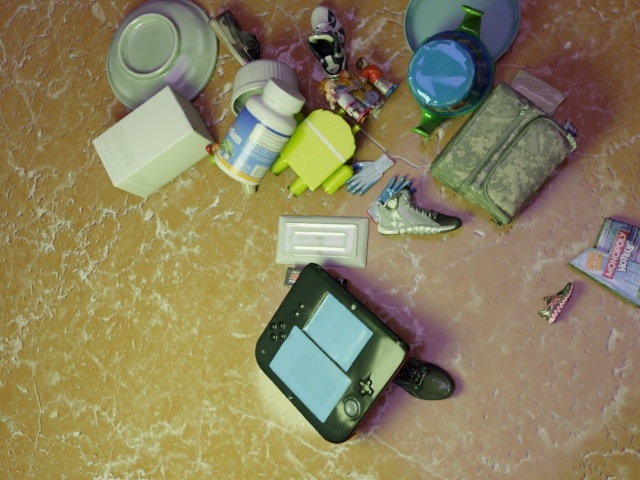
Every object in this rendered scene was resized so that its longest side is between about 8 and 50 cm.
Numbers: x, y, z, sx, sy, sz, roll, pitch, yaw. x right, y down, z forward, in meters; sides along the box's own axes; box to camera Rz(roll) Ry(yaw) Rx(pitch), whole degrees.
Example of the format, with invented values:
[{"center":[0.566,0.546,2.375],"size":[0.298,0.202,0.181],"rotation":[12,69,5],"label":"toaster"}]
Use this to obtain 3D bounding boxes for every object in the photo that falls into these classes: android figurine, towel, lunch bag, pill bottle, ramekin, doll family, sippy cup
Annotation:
[{"center":[-0.012,-0.256,1.762],"size":[0.273,0.056,0.248],"rotation":[-44,87,6],"label":"android figurine"},{"center":[0.570,-0.387,1.673],"size":[0.148,0.027,0.110],"rotation":[38,92,17],"label":"towel"},{"center":[0.469,-0.219,1.593],"size":[0.256,0.212,0.305],"rotation":[38,95,0],"label":"lunch bag"},{"center":[-0.160,-0.297,1.682],"size":[0.152,0.152,0.272],"rotation":[42,112,17],"label":"pill bottle"},{"center":[-0.156,-0.432,1.798],"size":[0.207,0.207,0.108],"rotation":[-8,70,15],"label":"ramekin"},{"center":[0.085,-0.411,1.740],"size":[0.163,0.263,0.118],"rotation":[41,139,4],"label":"doll family"},{"center":[0.326,-0.433,1.612],"size":[0.240,0.224,0.305],"rotation":[-10,99,20],"label":"sippy cup"}]

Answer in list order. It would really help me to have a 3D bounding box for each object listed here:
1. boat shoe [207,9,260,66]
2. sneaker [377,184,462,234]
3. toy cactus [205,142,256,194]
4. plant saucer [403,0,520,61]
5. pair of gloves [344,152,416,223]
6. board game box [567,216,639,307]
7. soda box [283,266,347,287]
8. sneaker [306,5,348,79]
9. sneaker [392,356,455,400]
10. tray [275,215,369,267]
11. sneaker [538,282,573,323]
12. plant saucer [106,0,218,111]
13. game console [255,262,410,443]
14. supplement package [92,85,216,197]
[{"center":[-0.234,-0.596,1.892],"size":[0.092,0.103,0.285],"rotation":[-42,70,9],"label":"boat shoe"},{"center":[0.262,-0.085,1.671],"size":[0.229,0.086,0.132],"rotation":[-3,99,16],"label":"sneaker"},{"center":[-0.227,-0.228,1.849],"size":[0.219,0.112,0.180],"rotation":[-9,100,7],"label":"toy cactus"},{"center":[0.395,-0.614,1.747],"size":[0.318,0.044,0.317],"rotation":[-2,82,15],"label":"plant saucer"},{"center":[0.164,-0.154,1.757],"size":[0.159,0.023,0.198],"rotation":[-39,75,7],"label":"pair of gloves"},{"center":[0.732,0.043,1.549],"size":[0.194,0.060,0.194],"rotation":[20,88,17],"label":"board game box"},{"center":[-0.014,0.120,1.752],"size":[0.169,0.053,0.060],"rotation":[11,85,17],"label":"soda box"},{"center":[0.012,-0.596,1.794],"size":[0.094,0.153,0.234],"rotation":[-9,80,13],"label":"sneaker"},{"center":[0.219,0.349,1.628],"size":[0.268,0.106,0.101],"rotation":[20,87,16],"label":"sneaker"},{"center":[0.000,0.000,1.778],"size":[0.271,0.030,0.145],"rotation":[2,84,16],"label":"tray"},{"center":[0.599,0.152,1.583],"size":[0.057,0.047,0.119],"rotation":[34,91,29],"label":"sneaker"},{"center":[-0.527,-0.602,1.976],"size":[0.401,0.100,0.400],"rotation":[-2,82,16],"label":"plant saucer"},{"center":[0.013,0.298,1.641],"size":[0.387,0.060,0.341],"rotation":[41,111,30],"label":"game console"},{"center":[-0.496,-0.291,1.882],"size":[0.293,0.175,0.177],"rotation":[-33,74,9],"label":"supplement package"}]
